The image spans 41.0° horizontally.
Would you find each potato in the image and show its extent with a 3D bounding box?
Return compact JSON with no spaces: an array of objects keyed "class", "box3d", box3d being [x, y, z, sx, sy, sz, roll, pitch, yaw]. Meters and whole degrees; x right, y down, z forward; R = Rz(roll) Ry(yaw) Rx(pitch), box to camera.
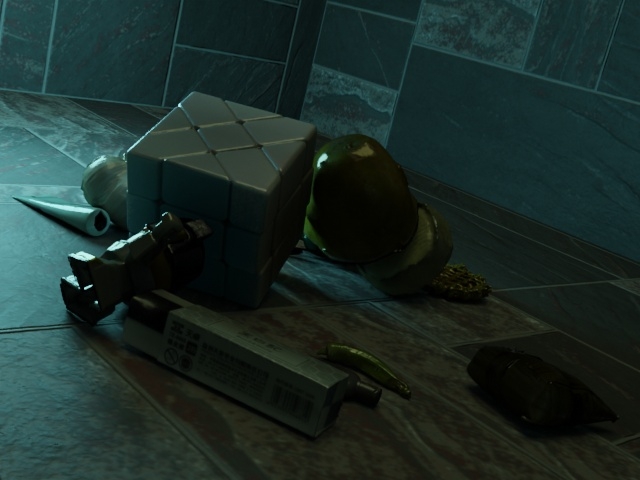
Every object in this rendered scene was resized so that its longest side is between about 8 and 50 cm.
[{"class":"potato","box3d":[0.071,-0.147,2.083,0.289,0.296,0.397,-27,35,-6]}]

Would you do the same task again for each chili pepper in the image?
[{"class":"chili pepper","box3d":[0.092,0.239,1.635,0.208,0.043,0.049,22,4,25]}]

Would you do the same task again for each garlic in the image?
[{"class":"garlic","box3d":[-0.480,-0.098,2.113,0.229,0.178,0.143,25,27,-30]}]

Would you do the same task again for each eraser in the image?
[{"class":"eraser","box3d":[-0.150,0.200,1.451,0.403,0.098,0.096,22,14,24]}]

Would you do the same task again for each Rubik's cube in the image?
[{"class":"Rubik's cube","box3d":[-0.214,-0.095,1.885,0.321,0.316,0.319,18,37,10]}]

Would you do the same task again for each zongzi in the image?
[{"class":"zongzi","box3d":[0.431,0.282,1.664,0.242,0.112,0.221,13,12,-35]}]

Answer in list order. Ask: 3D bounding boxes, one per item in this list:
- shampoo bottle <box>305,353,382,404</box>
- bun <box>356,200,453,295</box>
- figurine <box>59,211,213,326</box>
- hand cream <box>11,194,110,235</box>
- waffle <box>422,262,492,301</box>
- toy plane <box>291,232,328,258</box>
[{"class":"shampoo bottle","box3d":[0.030,0.251,1.536,0.165,0.040,0.080,19,15,18]},{"class":"bun","box3d":[0.219,0.024,2.185,0.259,0.259,0.152,31,-10,47]},{"class":"figurine","box3d":[-0.332,0.049,1.608,0.308,0.143,0.308,-21,0,0]},{"class":"hand cream","box3d":[-0.636,-0.081,2.127,0.320,0.067,0.109,20,17,39]},{"class":"waffle","box3d":[0.331,0.101,2.316,0.245,0.052,0.254,6,16,-17]},{"class":"toy plane","box3d":[0.000,0.000,2.313,0.381,0.106,0.155,16,26,-11]}]
